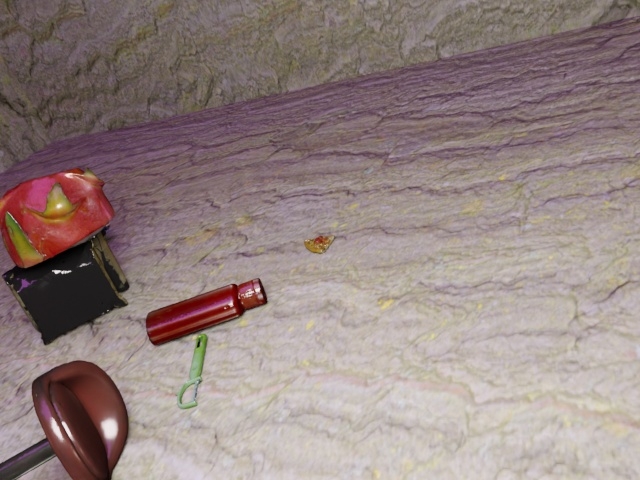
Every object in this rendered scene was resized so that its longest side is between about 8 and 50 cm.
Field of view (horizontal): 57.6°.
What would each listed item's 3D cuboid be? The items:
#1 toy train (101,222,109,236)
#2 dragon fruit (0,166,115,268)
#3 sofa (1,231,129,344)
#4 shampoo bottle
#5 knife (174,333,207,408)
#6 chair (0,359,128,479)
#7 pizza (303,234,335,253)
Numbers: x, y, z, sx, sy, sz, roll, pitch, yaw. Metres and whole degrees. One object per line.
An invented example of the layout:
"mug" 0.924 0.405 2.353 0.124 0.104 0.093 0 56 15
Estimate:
"toy train" -0.822 -0.016 1.882 0.260 0.134 0.177 -15 28 10
"dragon fruit" -0.654 -0.079 1.424 0.290 0.189 0.291 -20 19 7
"sofa" -0.644 0.112 1.493 0.258 0.200 0.182 -28 17 -14
"shampoo bottle" -0.248 0.152 1.281 0.260 0.064 0.102 -19 24 1
"knife" -0.254 0.256 1.151 0.054 0.015 0.212 -24 27 10
"chair" -0.494 0.361 0.893 0.401 0.227 0.226 -29 29 -19
"pizza" -0.001 0.000 1.435 0.078 0.025 0.083 -35 30 -22
